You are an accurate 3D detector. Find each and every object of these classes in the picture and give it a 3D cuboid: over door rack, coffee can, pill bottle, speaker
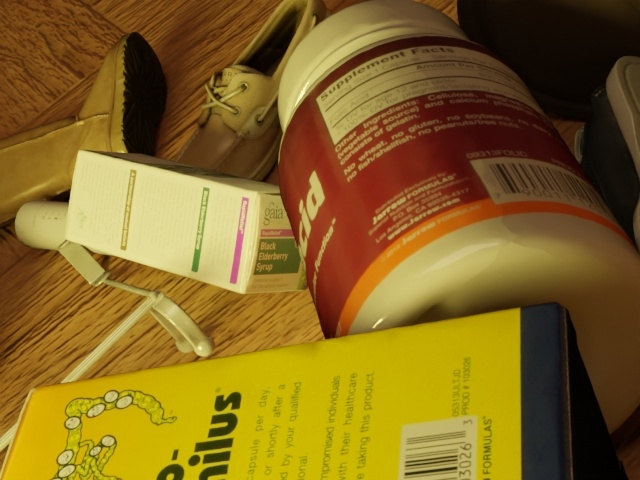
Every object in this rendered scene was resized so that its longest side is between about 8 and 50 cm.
[{"bbox_3d":[-0.242,0.130,1.116,0.239,0.108,0.324,-43,26,-14],"label":"over door rack"},{"bbox_3d":[0.272,-0.275,1.106,0.201,0.201,0.275,7,53,38],"label":"coffee can"},{"bbox_3d":[0.088,-0.023,0.941,0.224,0.224,0.392,-27,36,7],"label":"pill bottle"},{"bbox_3d":[-0.267,-0.015,1.307,0.136,0.055,0.055,3,51,36],"label":"speaker"}]

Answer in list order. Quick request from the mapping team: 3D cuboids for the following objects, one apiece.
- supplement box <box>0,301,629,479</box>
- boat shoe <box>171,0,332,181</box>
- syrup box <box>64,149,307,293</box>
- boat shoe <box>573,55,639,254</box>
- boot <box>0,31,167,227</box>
[{"bbox_3d":[-0.004,0.194,0.726,0.357,0.194,0.195,-11,43,19],"label":"supplement box"},{"bbox_3d":[-0.083,-0.145,1.285,0.109,0.098,0.302,18,61,44],"label":"boat shoe"},{"bbox_3d":[-0.123,-0.020,1.142,0.237,0.093,0.096,16,100,35],"label":"syrup box"},{"bbox_3d":[0.263,-0.014,0.931,0.114,0.091,0.302,17,44,-11],"label":"boat shoe"},{"bbox_3d":[-0.326,-0.125,1.438,0.269,0.089,0.236,-18,41,19],"label":"boot"}]
